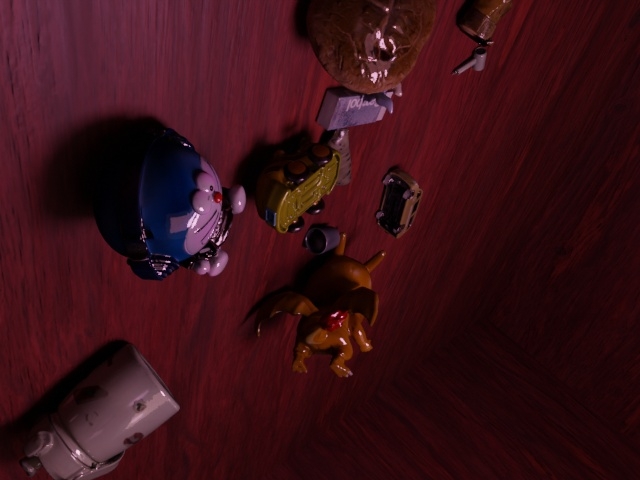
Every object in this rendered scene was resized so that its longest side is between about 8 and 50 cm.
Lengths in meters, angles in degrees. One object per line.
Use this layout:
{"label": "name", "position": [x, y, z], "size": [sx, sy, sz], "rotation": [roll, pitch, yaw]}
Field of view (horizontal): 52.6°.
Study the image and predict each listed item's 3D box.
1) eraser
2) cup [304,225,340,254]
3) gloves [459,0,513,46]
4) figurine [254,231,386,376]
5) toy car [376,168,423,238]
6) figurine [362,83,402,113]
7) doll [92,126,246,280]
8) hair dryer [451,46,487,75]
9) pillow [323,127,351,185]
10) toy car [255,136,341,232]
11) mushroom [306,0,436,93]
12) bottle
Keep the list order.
{"label": "eraser", "position": [0.088, -0.332, 1.595], "size": [0.212, 0.046, 0.092], "rotation": [-19, 142, -43]}
{"label": "cup", "position": [0.000, 0.000, 1.895], "size": [0.100, 0.078, 0.077], "rotation": [-24, 175, 36]}
{"label": "gloves", "position": [0.489, -0.655, 1.655], "size": [0.154, 0.141, 0.331], "rotation": [21, 121, -35]}
{"label": "figurine", "position": [0.053, 0.201, 1.933], "size": [0.268, 0.401, 0.387], "rotation": [49, 44, -30]}
{"label": "toy car", "position": [0.260, -0.129, 2.062], "size": [0.124, 0.101, 0.257], "rotation": [-36, 153, -31]}
{"label": "figurine", "position": [0.131, -0.398, 1.466], "size": [0.184, 0.128, 0.208], "rotation": [-20, 124, -38]}
{"label": "doll", "position": [-0.284, -0.061, 1.222], "size": [0.310, 0.240, 0.284], "rotation": [49, 43, -76]}
{"label": "hair dryer", "position": [0.429, -0.506, 1.882], "size": [0.124, 0.038, 0.063], "rotation": [-34, 151, -13]}
{"label": "pillow", "position": [0.036, -0.204, 1.683], "size": [0.093, 0.051, 0.241], "rotation": [-30, 153, -12]}
{"label": "toy car", "position": [-0.066, -0.141, 1.522], "size": [0.248, 0.142, 0.200], "rotation": [-40, 154, -36]}
{"label": "mushroom", "position": [0.108, -0.436, 1.306], "size": [0.278, 0.146, 0.278], "rotation": [-3, 98, -18]}
{"label": "bottle", "position": [-0.529, 0.435, 1.539], "size": [0.351, 0.229, 0.229], "rotation": [-39, 152, -15]}
